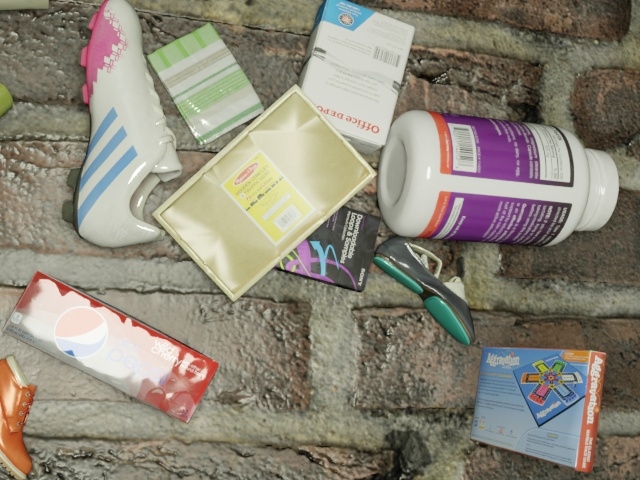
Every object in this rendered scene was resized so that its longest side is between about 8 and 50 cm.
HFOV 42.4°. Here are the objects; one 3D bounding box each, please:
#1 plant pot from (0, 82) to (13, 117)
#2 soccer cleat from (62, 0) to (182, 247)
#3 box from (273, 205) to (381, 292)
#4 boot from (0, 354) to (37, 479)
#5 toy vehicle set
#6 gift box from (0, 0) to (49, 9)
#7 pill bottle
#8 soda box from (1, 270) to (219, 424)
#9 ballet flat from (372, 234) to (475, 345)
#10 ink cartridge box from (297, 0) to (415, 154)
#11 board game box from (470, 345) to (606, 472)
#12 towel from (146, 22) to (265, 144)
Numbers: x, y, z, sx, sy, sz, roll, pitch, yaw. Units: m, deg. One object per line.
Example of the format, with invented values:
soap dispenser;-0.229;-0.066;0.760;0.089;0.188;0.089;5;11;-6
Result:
plant pot;-0.448;-0.176;1.073;0.083;0.083;0.079;49;63;-6
soccer cleat;-0.245;-0.153;1.095;0.143;0.116;0.331;6;90;6
box;0.000;0.000;1.198;0.162;0.029;0.116;16;80;-14
boot;-0.393;0.225;1.052;0.085;0.059;0.158;-26;90;-21
toy vehicle set;-0.076;-0.064;1.133;0.267;0.035;0.166;-41;93;3
gift box;-0.478;-0.424;0.992;0.276;0.258;0.255;-2;84;-15
pill bottle;0.257;-0.085;1.199;0.323;0.181;0.181;4;83;-15
soda box;-0.271;0.139;1.079;0.263;0.083;0.092;30;78;-11
ballet flat;0.169;0.066;1.218;0.203;0.074;0.074;43;75;-5
ink cartridge box;0.043;-0.239;1.208;0.140;0.082;0.190;17;81;-13
board game box;0.286;0.219;1.121;0.027;0.281;0.145;11;81;-15
towel;-0.164;-0.224;1.184;0.113;0.023;0.152;-32;91;-19
